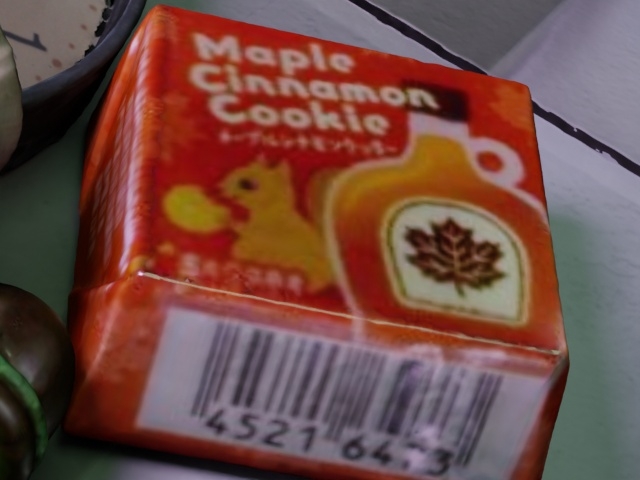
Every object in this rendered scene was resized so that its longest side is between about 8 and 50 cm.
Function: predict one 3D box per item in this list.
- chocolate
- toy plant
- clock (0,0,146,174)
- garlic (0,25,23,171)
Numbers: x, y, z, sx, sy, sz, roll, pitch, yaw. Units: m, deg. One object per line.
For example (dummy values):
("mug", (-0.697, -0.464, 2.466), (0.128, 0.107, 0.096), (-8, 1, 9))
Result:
("chocolate", (0.000, 0.000, 0.928), (0.237, 0.108, 0.235), (11, 42, -10))
("toy plant", (-0.169, 0.090, 0.777), (0.093, 0.093, 0.162), (28, 43, 7))
("clock", (-0.262, -0.199, 0.967), (0.386, 0.076, 0.386), (19, 50, -25))
("garlic", (-0.215, -0.052, 0.736), (0.218, 0.219, 0.212), (5, 8, -17))
